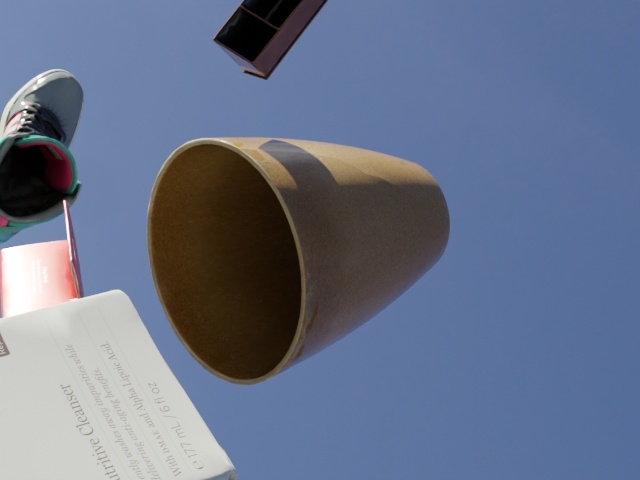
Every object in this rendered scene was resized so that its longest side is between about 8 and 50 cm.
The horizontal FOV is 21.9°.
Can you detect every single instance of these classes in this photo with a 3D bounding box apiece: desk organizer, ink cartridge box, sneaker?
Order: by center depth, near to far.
[{"bbox_3d":[-0.040,-0.222,1.580,0.050,0.130,0.047,43,-10,-34],"label":"desk organizer"},{"bbox_3d":[-0.261,0.093,1.602,0.134,0.078,0.231,-111,-165,-59],"label":"ink cartridge box"},{"bbox_3d":[-0.363,-0.117,2.131,0.124,0.295,0.178,41,-31,-25],"label":"sneaker"}]

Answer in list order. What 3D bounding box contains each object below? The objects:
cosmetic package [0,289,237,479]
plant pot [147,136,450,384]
[{"bbox_3d":[-0.288,0.198,1.245,0.217,0.385,0.156,53,-36,35],"label":"cosmetic package"},{"bbox_3d":[0.000,0.000,1.638,0.237,0.254,0.237,16,-68,46],"label":"plant pot"}]
